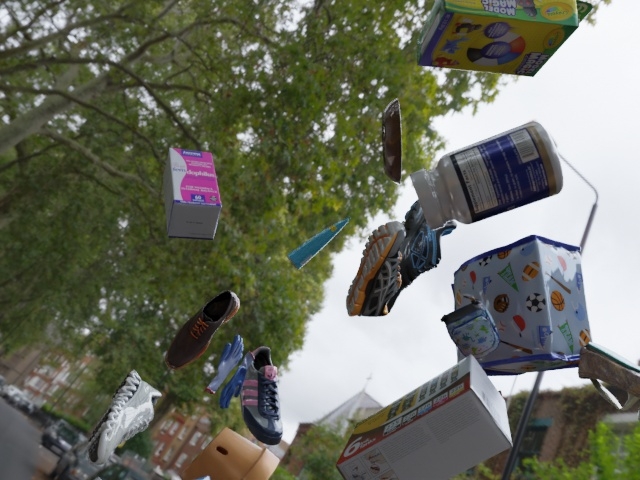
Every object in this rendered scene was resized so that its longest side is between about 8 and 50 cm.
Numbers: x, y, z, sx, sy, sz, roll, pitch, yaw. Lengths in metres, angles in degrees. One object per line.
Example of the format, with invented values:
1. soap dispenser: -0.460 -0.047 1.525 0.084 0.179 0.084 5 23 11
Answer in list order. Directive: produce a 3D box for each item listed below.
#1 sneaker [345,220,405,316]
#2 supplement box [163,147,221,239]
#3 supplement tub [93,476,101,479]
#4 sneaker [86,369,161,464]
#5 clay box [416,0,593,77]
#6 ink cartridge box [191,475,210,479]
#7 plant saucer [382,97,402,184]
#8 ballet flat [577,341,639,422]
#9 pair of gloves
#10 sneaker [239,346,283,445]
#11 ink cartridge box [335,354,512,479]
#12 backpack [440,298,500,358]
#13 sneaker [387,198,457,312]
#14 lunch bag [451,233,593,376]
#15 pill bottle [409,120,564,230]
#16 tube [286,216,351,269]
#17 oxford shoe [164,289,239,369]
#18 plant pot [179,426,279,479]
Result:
1. sneaker: 0.117 0.058 1.007 0.083 0.084 0.214 14 -59 -12
2. supplement box: -0.320 -0.117 1.320 0.111 0.220 0.113 3 -49 -23
3. supplement tub: -0.563 0.661 1.224 0.144 0.200 0.144 33 -38 31
4. sneaker: -0.484 0.447 1.344 0.118 0.292 0.110 37 -71 -12
5. clay box: 0.267 -0.301 0.785 0.222 0.053 0.127 4 -16 -6
6. ink cartridge box: -0.385 0.748 1.457 0.203 0.086 0.148 -21 -96 17
7. plant saucer: 0.163 -0.226 1.234 0.036 0.198 0.198 -3 -37 5
8. ballet flat: 0.671 0.319 1.113 0.108 0.106 0.316 17 6 -22
9. pair of gloves: -0.224 0.332 1.343 0.023 0.159 0.198 20 -29 21
10. sneaker: -0.168 0.444 1.573 0.112 0.131 0.319 18 22 -31
11. ink cartridge box: 0.216 0.381 1.099 0.130 0.309 0.272 55 15 5
12. backpack: 0.345 0.209 1.202 0.105 0.084 0.114 -30 -72 14
13. sneaker: 0.245 0.055 1.410 0.140 0.340 0.125 28 -12 1
14. lunch bag: 0.522 0.199 1.474 0.239 0.327 0.385 14 -25 -28
15. pill bottle: 0.323 -0.120 1.062 0.265 0.153 0.153 -19 -50 13
16. tube: 0.000 0.000 1.513 0.052 0.207 0.080 54 -10 -11
17. oxford shoe: -0.339 0.242 1.499 0.097 0.271 0.098 36 -17 9
18. plant pot: -0.302 0.737 1.691 0.203 0.291 0.291 43 -29 5
